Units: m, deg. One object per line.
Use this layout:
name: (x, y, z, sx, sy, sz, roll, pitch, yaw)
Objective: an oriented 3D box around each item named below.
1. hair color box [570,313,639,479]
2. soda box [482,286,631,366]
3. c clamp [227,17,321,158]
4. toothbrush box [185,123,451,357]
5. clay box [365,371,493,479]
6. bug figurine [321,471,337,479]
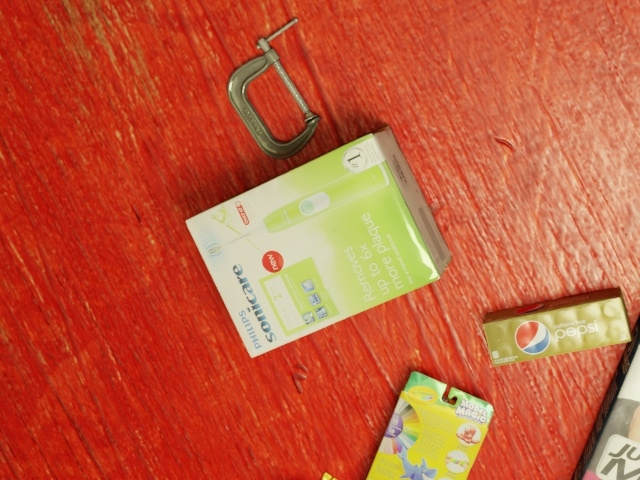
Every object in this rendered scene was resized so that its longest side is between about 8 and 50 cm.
hair color box: (0.456, 0.213, 1.453, 0.174, 0.105, 0.347, 20, 105, 9)
soda box: (0.309, 0.112, 1.493, 0.181, 0.058, 0.061, -13, 98, 16)
c clamp: (-0.055, -0.196, 1.539, 0.137, 0.022, 0.161, -26, 94, 18)
toothbrush box: (0.000, 0.000, 1.515, 0.283, 0.122, 0.206, -23, 95, 19)
clay box: (0.146, 0.293, 1.575, 0.127, 0.053, 0.222, 23, 105, 9)
bug figurine: (-0.017, 0.484, 1.647, 0.216, 0.072, 0.279, 31, 107, 6)
